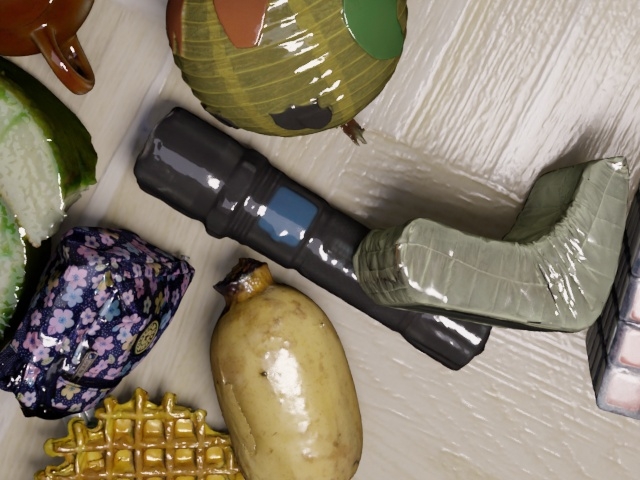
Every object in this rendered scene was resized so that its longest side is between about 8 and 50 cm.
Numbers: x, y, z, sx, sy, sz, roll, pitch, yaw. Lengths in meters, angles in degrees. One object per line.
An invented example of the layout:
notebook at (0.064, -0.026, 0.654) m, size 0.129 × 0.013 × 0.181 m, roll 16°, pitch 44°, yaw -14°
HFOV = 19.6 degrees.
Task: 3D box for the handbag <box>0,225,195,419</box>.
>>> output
handbag at (-0.244, 0.089, 1.924) m, size 0.127 × 0.228 × 0.208 m, roll 33°, pitch 99°, yaw 14°

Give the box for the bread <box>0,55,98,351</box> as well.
bread at (-0.417, -0.033, 1.973) m, size 0.382 × 0.129 × 0.366 m, roll -14°, pitch 95°, yaw 9°

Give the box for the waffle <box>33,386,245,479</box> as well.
waffle at (-0.191, 0.272, 2.017) m, size 0.228 × 0.051 × 0.231 m, roll -41°, pitch 106°, yaw 8°

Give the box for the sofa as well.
sofa at (0.165, -0.008, 1.830) m, size 0.225 × 0.210 × 0.176 m, roll 11°, pitch 86°, yaw -9°

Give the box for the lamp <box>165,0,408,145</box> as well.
lamp at (-0.023, -0.203, 1.850) m, size 0.250 × 0.250 × 0.284 m, roll -23°, pitch 122°, yaw 10°

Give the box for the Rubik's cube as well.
Rubik's cube at (0.407, 0.062, 1.842) m, size 0.237 × 0.237 × 0.238 m, roll 16°, pitch 101°, yaw 2°

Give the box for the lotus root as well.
lotus root at (-0.039, 0.153, 1.950) m, size 0.146 × 0.160 × 0.284 m, roll -24°, pitch 100°, yaw -31°

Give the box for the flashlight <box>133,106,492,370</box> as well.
flashlight at (0.000, 0.000, 1.955) m, size 0.424 × 0.103 × 0.103 m, roll 30°, pitch 102°, yaw -1°

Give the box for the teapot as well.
teapot at (-0.314, -0.259, 1.920) m, size 0.178 × 0.135 × 0.252 m, roll -30°, pitch 95°, yaw 15°

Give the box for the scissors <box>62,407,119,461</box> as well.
scissors at (-0.254, 0.226, 2.054) m, size 0.101 × 0.027 × 0.204 m, roll -18°, pitch 99°, yaw 5°
